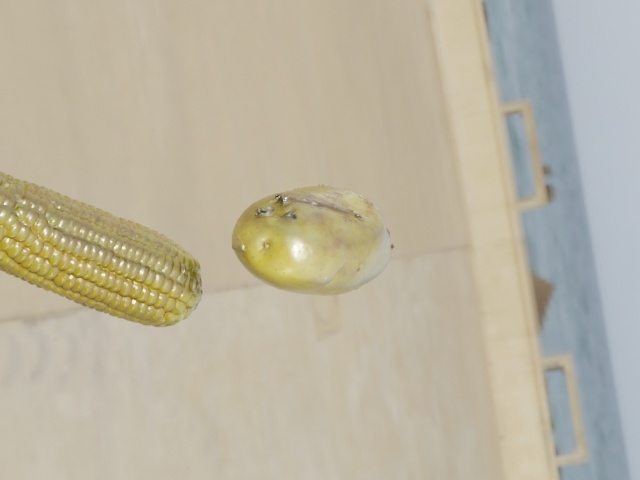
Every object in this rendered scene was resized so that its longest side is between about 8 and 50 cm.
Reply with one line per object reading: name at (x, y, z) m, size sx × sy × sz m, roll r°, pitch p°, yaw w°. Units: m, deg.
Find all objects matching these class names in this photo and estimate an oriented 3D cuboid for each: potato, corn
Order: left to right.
corn at (-0.295, 0.007, 1.743) m, size 0.363 × 0.120 × 0.120 m, roll 25°, pitch 44°, yaw -27°
potato at (0.000, 0.000, 1.919) m, size 0.300 × 0.173 × 0.140 m, roll -4°, pitch 104°, yaw -68°
